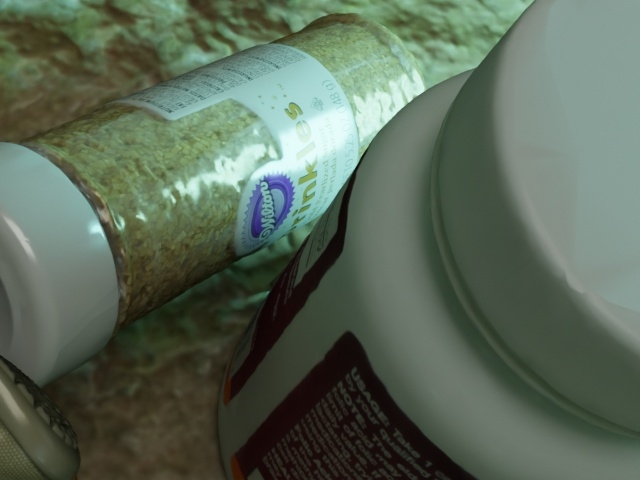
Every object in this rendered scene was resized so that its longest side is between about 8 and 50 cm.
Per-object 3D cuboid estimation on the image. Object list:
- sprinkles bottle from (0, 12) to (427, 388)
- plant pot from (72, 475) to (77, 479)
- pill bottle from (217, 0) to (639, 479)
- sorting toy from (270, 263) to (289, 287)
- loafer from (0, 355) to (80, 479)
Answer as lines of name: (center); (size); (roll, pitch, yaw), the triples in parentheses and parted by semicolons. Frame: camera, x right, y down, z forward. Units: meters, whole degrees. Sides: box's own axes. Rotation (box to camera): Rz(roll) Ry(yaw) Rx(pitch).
sprinkles bottle: (-0.073, -0.039, 0.690); (0.121, 0.121, 0.355); (49, 42, 7)
plant pot: (-0.195, 0.225, 0.555); (0.205, 0.205, 0.188); (-14, 87, -24)
pill bottle: (0.094, 0.048, 0.609); (0.224, 0.392, 0.224); (7, 64, -16)
sorting toy: (0.000, 0.000, 0.776); (0.062, 0.083, 0.012); (-38, 87, -29)
loafer: (-0.223, 0.049, 0.514); (0.268, 0.102, 0.092); (28, 73, 19)
